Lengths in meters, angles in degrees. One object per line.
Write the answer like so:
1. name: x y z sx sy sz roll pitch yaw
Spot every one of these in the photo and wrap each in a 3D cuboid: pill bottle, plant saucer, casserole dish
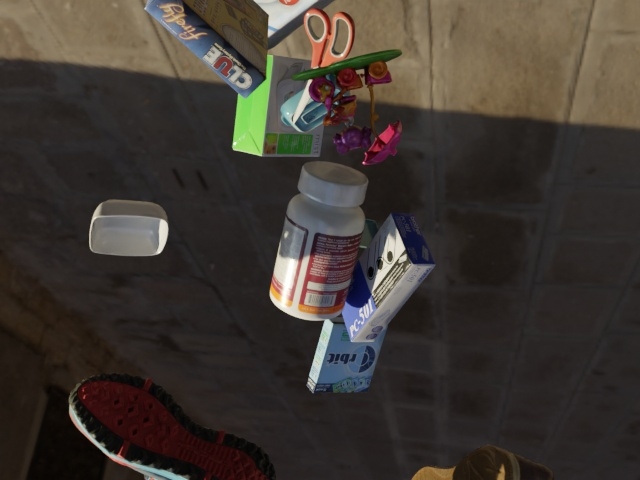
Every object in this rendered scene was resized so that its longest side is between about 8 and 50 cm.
1. pill bottle: 0.000 0.000 1.249 0.121 0.121 0.221 11 112 -6
2. plant saucer: 0.050 -0.019 1.573 0.018 0.067 0.192 -31 153 35
3. casserole dish: -0.007 -0.323 1.978 0.188 0.037 0.114 -30 144 14

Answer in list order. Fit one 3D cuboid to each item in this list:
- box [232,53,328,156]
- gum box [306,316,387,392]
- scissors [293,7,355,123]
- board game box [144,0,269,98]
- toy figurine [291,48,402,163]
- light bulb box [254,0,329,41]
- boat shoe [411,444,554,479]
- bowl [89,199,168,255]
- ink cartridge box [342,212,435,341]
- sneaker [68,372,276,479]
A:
1. box: -0.103 -0.363 2.214 0.126 0.262 0.231 19 -164 41
2. gum box: 0.064 0.274 1.961 0.157 0.184 0.041 4 -161 -31
3. scissors: 0.002 -0.340 1.680 0.109 0.021 0.297 22 134 11
4. board game box: -0.141 -0.302 1.088 0.042 0.243 0.165 -40 116 21
5. toy figurine: 0.057 -0.193 1.257 0.173 0.159 0.130 -13 -175 -4
6. light bulb box: -0.128 -0.623 1.750 0.361 0.225 0.358 -27 101 37
7. boat shoe: 0.252 0.418 1.339 0.123 0.123 0.342 10 146 -19
8. bowl: -0.358 -0.028 1.540 0.142 0.053 0.142 4 148 -17
9. ink cartridge box: 0.095 0.060 1.257 0.046 0.097 0.207 2 141 -28
10. sneaker: -0.190 0.261 0.970 0.261 0.104 0.125 33 131 -5
